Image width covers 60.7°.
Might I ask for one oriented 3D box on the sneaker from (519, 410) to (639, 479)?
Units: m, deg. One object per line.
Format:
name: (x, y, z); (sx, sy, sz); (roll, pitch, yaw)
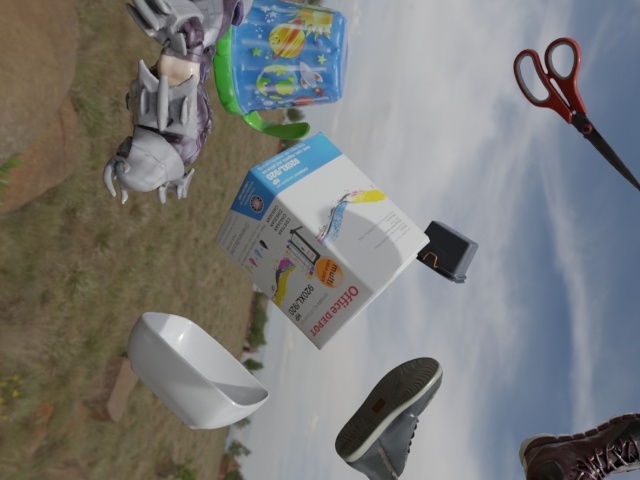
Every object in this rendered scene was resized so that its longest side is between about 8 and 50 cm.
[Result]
sneaker: (0.487, 0.396, 0.940); (0.107, 0.281, 0.162); (63, 24, -4)

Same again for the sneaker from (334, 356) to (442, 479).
sneaker: (0.134, 0.301, 0.918); (0.222, 0.118, 0.083); (-42, -152, -6)

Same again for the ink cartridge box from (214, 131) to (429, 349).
ink cartridge box: (0.000, 0.000, 0.802); (0.168, 0.232, 0.171); (-37, 169, -45)

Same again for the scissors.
scissors: (0.425, -0.197, 0.915); (0.021, 0.109, 0.297); (-30, 94, -53)

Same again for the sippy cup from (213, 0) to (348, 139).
sippy cup: (-0.064, -0.352, 1.042); (0.305, 0.223, 0.240); (63, 32, -76)

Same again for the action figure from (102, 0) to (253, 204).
action figure: (-0.108, -0.150, 0.442); (0.185, 0.099, 0.285); (-37, -148, 57)

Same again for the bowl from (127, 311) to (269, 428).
bowl: (-0.129, 0.137, 0.559); (0.053, 0.142, 0.142); (-49, 167, -3)

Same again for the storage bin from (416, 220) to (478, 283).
storage bin: (0.269, 0.020, 1.189); (0.098, 0.135, 0.091); (5, 115, -55)
